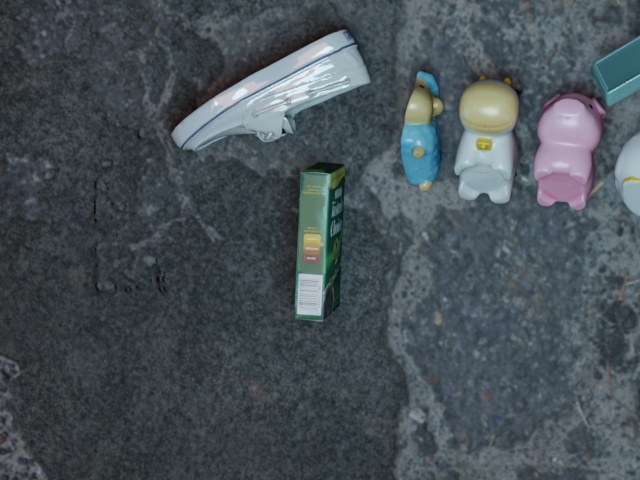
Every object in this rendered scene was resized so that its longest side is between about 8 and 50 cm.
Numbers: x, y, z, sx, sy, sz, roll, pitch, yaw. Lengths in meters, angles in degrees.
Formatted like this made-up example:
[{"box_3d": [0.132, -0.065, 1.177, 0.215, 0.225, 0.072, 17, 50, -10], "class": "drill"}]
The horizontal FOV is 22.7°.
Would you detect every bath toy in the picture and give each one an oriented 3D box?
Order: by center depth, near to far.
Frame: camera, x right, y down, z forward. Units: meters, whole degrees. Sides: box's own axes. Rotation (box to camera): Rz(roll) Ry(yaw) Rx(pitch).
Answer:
[{"box_3d": [0.276, -0.121, 1.895, 0.348, 0.129, 0.151, 10, 144, 10], "class": "bath toy"}]

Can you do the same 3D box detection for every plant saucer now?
[{"box_3d": [0.401, -0.228, 1.831, 0.192, 0.067, 0.018, -31, 136, 17], "class": "plant saucer"}]

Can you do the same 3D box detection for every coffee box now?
[{"box_3d": [0.000, 0.000, 1.962, 0.040, 0.113, 0.184, 4, 98, 11], "class": "coffee box"}]

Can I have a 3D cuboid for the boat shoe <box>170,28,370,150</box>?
[{"box_3d": [-0.061, -0.164, 1.957, 0.258, 0.095, 0.084, -28, 88, 14], "class": "boat shoe"}]
